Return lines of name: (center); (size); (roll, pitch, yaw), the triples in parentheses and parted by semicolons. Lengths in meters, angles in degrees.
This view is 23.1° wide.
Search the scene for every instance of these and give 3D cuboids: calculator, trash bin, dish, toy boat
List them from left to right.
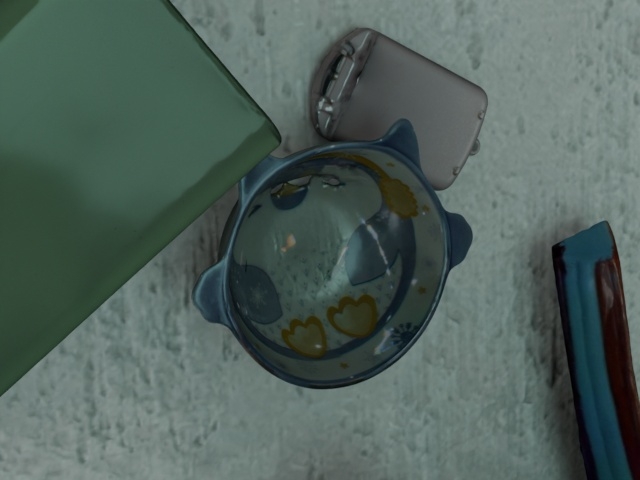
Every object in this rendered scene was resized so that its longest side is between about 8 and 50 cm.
trash bin: (-0.233, -0.041, 1.094); (0.343, 0.158, 0.223); (-45, 119, -6)
dish: (0.000, 0.000, 1.273); (0.236, 0.086, 0.228); (13, 95, -31)
calculator: (0.070, -0.108, 1.314); (0.175, 0.032, 0.100); (24, 91, -33)
toy boat: (0.281, 0.172, 1.469); (0.079, 0.136, 0.392); (-9, 115, 9)
